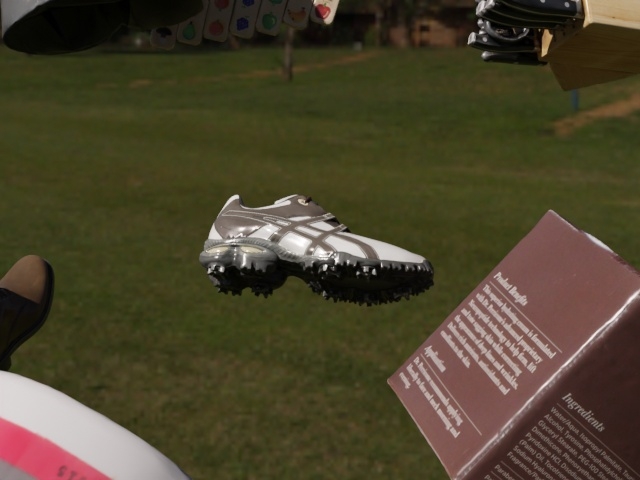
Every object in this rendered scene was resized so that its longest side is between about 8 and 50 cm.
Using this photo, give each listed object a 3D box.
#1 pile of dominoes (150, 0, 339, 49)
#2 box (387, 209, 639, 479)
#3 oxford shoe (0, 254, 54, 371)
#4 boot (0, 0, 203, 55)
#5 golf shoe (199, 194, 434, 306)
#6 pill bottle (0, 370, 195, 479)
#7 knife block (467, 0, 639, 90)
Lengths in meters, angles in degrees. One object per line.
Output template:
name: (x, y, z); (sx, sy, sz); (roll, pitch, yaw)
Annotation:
pile of dominoes: (-0.093, -0.336, 1.357); (0.251, 0.196, 0.040); (-8, -4, -5)
box: (0.195, 0.121, 0.910); (0.167, 0.203, 0.168); (41, 6, -24)
oxford shoe: (-0.410, 0.087, 1.493); (0.082, 0.096, 0.227); (4, 41, 14)
boot: (-0.342, -0.391, 1.243); (0.366, 0.445, 0.146); (-21, -16, 12)
golf shoe: (0.000, 0.000, 0.978); (0.198, 0.094, 0.077); (6, -30, 5)
pill bottle: (-0.189, 0.237, 0.557); (0.176, 0.176, 0.319); (8, 55, 41)
knife block: (0.297, -0.251, 1.232); (0.275, 0.088, 0.242); (-10, -16, 19)
